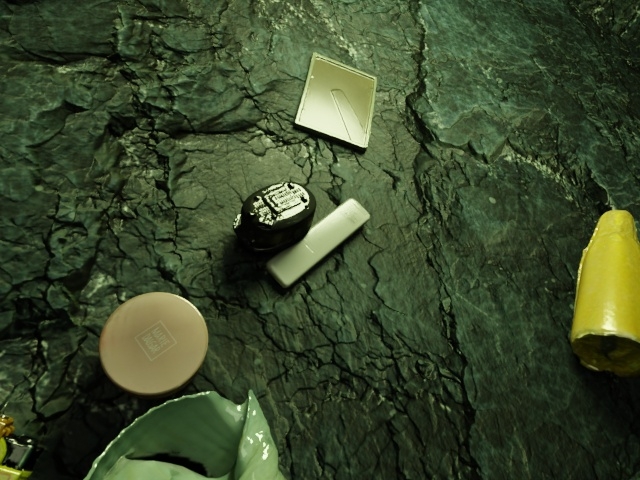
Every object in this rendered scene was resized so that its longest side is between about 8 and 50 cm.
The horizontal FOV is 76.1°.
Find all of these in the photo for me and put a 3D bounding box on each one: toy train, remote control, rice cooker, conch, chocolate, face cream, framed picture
[{"bbox_3d":[-0.433,0.319,0.507,0.127,0.089,0.219,29,59,-18],"label":"toy train"},{"bbox_3d":[0.000,0.000,0.848,0.261,0.029,0.067,-39,82,-28],"label":"remote control"},{"bbox_3d":[-0.084,-0.045,0.788,0.165,0.106,0.112,-29,64,-36],"label":"rice cooker"},{"bbox_3d":[-0.155,0.376,0.513,0.303,0.215,0.319,16,30,-19],"label":"conch"},{"bbox_3d":[0.720,0.105,1.003,0.162,0.162,0.445,34,55,-2],"label":"chocolate"},{"bbox_3d":[-0.253,0.164,0.631,0.149,0.104,0.149,8,64,-17],"label":"face cream"},{"bbox_3d":[0.046,-0.355,1.029,0.189,0.023,0.260,17,62,-12],"label":"framed picture"}]
